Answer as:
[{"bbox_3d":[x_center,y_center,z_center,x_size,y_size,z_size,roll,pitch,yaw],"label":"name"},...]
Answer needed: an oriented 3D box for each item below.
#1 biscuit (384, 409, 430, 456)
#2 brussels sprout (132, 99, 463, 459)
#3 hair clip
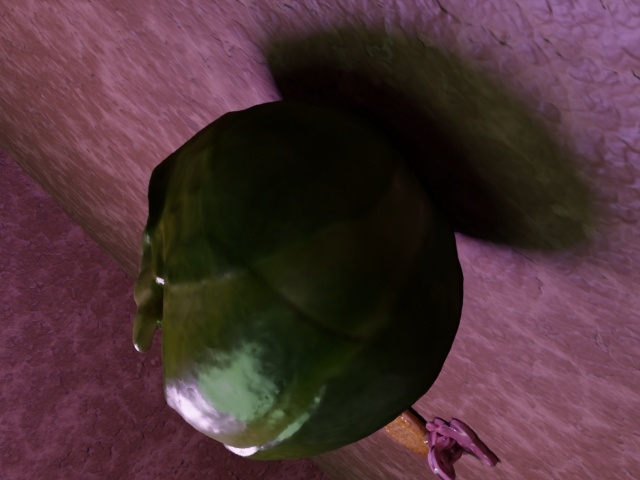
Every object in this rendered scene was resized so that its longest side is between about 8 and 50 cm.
[{"bbox_3d":[0.181,0.382,1.828,0.144,0.033,0.224,33,162,21],"label":"biscuit"},{"bbox_3d":[-0.018,0.021,0.904,0.276,0.315,0.371,23,-145,-36],"label":"brussels sprout"},{"bbox_3d":[0.246,0.360,1.630,0.123,0.102,0.138,47,-164,-13],"label":"hair clip"}]
